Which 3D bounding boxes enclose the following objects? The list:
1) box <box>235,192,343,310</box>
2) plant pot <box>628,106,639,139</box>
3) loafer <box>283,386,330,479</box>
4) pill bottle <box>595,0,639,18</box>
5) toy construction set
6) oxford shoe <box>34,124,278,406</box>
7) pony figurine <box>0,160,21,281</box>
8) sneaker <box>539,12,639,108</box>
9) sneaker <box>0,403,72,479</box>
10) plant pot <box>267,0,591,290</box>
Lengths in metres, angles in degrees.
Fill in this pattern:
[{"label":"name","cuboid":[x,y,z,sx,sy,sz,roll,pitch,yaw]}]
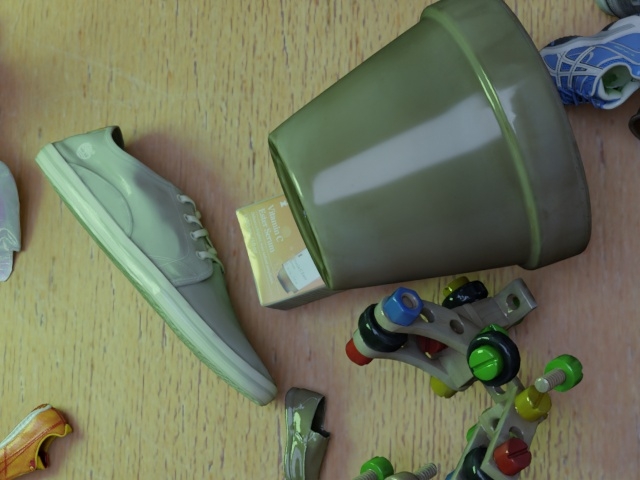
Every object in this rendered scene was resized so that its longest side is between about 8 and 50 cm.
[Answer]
[{"label":"box","cuboid":[0.000,0.000,1.613,0.170,0.091,0.130,-20,79,14]},{"label":"plant pot","cuboid":[0.457,-0.183,1.473,0.167,0.167,0.165,17,81,17]},{"label":"loafer","cuboid":[-0.015,0.255,1.606,0.050,0.056,0.148,-8,82,22]},{"label":"pill bottle","cuboid":[0.377,-0.294,1.506,0.078,0.137,0.078,-2,99,-13]},{"label":"toy construction set","cuboid":[0.175,0.183,1.497,0.257,0.237,0.309,32,121,27]},{"label":"oxford shoe","cuboid":[-0.189,0.018,1.639,0.130,0.169,0.449,-37,73,-11]},{"label":"pony figurine","cuboid":[-0.550,-0.118,1.690,0.302,0.363,0.351,14,104,10]},{"label":"sneaker","cuboid":[0.311,-0.192,1.504,0.211,0.080,0.081,-24,41,52]},{"label":"sneaker","cuboid":[-0.404,0.294,1.714,0.175,0.064,0.067,-44,84,10]},{"label":"plant pot","cuboid":[0.103,-0.085,1.436,0.280,0.323,0.323,-21,78,-6]}]
